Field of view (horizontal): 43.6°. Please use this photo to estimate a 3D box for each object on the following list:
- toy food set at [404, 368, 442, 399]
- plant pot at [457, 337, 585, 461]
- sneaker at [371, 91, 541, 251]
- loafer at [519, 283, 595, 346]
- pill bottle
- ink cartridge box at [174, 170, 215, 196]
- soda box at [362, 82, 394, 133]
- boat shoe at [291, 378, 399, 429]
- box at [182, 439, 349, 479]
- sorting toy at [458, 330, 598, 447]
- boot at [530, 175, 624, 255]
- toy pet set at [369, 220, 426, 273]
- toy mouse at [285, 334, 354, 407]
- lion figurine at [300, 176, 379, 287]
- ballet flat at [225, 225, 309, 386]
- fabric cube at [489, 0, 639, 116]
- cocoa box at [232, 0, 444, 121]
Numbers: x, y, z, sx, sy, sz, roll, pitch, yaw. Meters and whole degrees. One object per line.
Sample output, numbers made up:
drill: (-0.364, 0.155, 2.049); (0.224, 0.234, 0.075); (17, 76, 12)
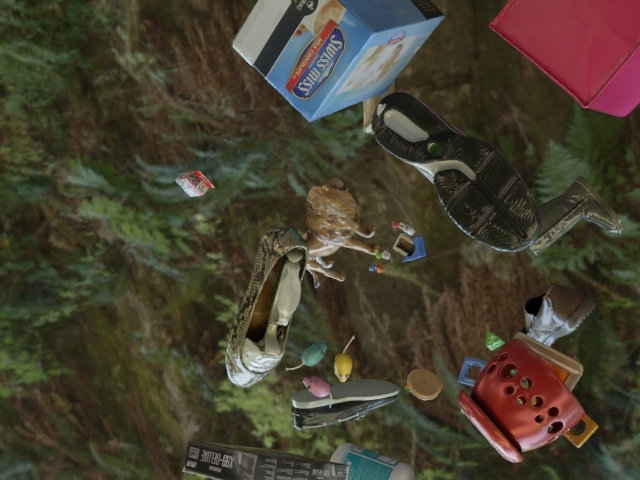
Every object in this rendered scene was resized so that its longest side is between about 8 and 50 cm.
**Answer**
toy food set: (0.237, 0.331, 1.847); (0.083, 0.082, 0.020); (-43, 163, -37)
plant pot: (0.372, 0.310, 1.510); (0.174, 0.191, 0.191); (-43, -175, 0)
sneaker: (0.331, -0.154, 1.744); (0.169, 0.447, 0.257); (-51, 157, 20)
loafer: (0.606, 0.193, 2.128); (0.134, 0.130, 0.366); (-42, 168, -20)
pill bottle: (0.159, 0.668, 2.216); (0.264, 0.146, 0.146); (14, -163, 28)
ink cartridge box: (-0.318, -0.143, 2.022); (0.029, 0.063, 0.115); (-52, -154, -21)
soda box: (0.140, -0.345, 1.932); (0.061, 0.181, 0.058); (11, 154, -23)
boat shoe: (0.067, 0.442, 2.159); (0.302, 0.091, 0.114); (-4, -166, -13)
box: (-0.122, 0.528, 1.857); (0.242, 0.077, 0.307); (-2, 163, 43)
sorting toy: (0.444, 0.311, 1.733); (0.347, 0.196, 0.047); (28, 174, 46)
boot: (0.611, -0.033, 1.977); (0.208, 0.190, 0.076); (-41, 172, 1)
toy pet set: (0.179, 0.026, 1.726); (0.065, 0.122, 0.114); (34, -165, 22)
toy mouse: (-0.004, 0.278, 1.706); (0.143, 0.161, 0.031); (5, -175, -6)
lion figurine: (0.000, 0.000, 2.186); (0.240, 0.142, 0.392); (20, 135, -25)
ballet flat: (-0.136, 0.203, 2.129); (0.164, 0.483, 0.182); (9, -166, -29)
fabric cube: (0.522, -0.405, 1.477); (0.258, 0.254, 0.259); (-7, 141, -55)
cocoa box: (0.045, -0.421, 1.599); (0.231, 0.228, 0.347); (-49, 170, 35)
